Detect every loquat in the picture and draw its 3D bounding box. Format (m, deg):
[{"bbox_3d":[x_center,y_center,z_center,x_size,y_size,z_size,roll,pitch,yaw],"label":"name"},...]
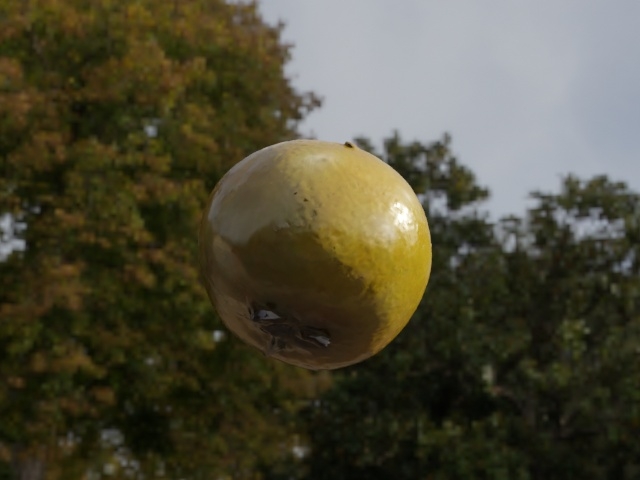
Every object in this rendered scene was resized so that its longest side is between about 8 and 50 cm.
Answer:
[{"bbox_3d":[0.000,0.000,1.893,0.328,0.359,0.328,14,-40,12],"label":"loquat"}]
